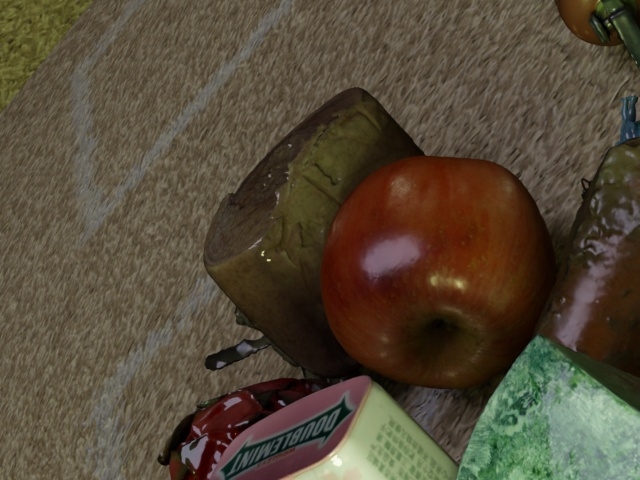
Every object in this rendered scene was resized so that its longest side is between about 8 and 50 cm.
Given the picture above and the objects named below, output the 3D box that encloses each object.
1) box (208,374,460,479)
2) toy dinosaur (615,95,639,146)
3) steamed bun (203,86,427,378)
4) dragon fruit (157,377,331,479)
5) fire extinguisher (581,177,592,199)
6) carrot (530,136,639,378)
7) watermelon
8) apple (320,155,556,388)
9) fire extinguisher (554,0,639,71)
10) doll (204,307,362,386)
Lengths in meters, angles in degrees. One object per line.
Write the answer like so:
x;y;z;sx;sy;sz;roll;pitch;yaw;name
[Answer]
0.091;0.285;1.502;0.190;0.370;0.112;-26;26;42;box
0.325;-0.106;1.825;0.197;0.045;0.080;-163;74;-84;toy dinosaur
0.000;0.000;2.061;0.199;0.251;0.301;-13;35;49;steamed bun
-0.052;0.244;1.964;0.234;0.234;0.293;-54;13;6;dragon fruit
0.301;-0.033;1.837;0.035;0.049;0.173;-66;27;5;fire extinguisher
0.278;0.053;1.696;0.139;0.138;0.302;23;93;62;carrot
0.295;0.239;1.387;0.228;0.387;0.258;-60;-19;21;watermelon
0.124;0.021;1.870;0.242;0.242;0.241;-37;34;34;apple
0.283;-0.324;2.012;0.113;0.200;0.376;-45;28;22;fire extinguisher
-0.013;0.107;2.176;0.286;0.091;0.203;12;63;51;doll
